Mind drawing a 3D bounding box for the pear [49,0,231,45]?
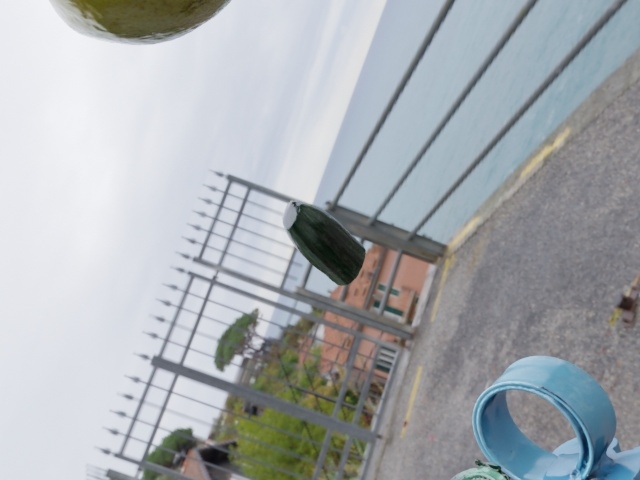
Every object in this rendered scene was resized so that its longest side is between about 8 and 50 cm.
[{"bbox_3d":[-0.122,-0.240,0.446,0.197,0.197,0.197,-160,90,-88],"label":"pear"}]

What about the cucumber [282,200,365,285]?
[{"bbox_3d":[0.000,0.000,0.608,0.048,0.105,0.048,-23,46,27],"label":"cucumber"}]

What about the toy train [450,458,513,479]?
[{"bbox_3d":[0.175,0.272,0.506,0.154,0.269,0.115,-51,-44,-38],"label":"toy train"}]

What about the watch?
[{"bbox_3d":[0.315,0.257,0.875,0.211,0.193,0.211,-28,-5,-3],"label":"watch"}]
